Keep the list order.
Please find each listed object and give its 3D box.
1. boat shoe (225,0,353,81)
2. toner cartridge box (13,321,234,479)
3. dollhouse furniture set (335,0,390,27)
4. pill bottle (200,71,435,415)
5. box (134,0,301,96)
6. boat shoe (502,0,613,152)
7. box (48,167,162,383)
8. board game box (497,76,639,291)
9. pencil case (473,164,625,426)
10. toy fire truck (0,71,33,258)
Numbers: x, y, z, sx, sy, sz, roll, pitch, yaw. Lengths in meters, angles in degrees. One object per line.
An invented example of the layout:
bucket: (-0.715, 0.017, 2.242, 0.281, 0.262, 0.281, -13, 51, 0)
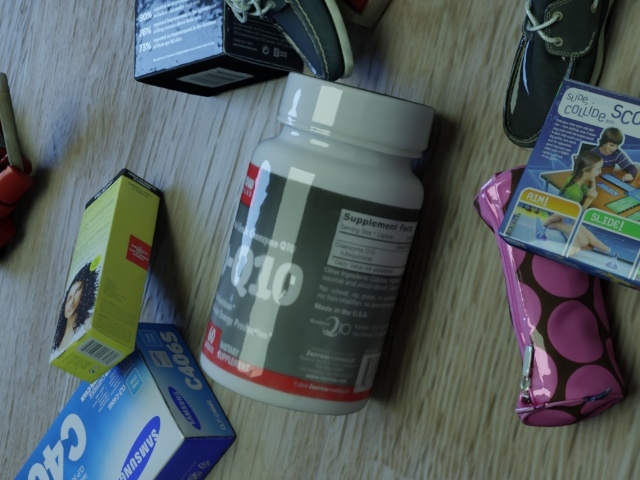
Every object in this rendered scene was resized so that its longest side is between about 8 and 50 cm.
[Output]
boat shoe: (-0.056, -0.253, 1.257, 0.254, 0.079, 0.095, 61, 159, -1)
toner cartridge box: (-0.242, 0.266, 1.478, 0.348, 0.075, 0.165, -53, 53, 26)
dollhouse furniture set: (0.049, -0.287, 1.218, 0.183, 0.129, 0.129, -56, 51, 23)
pill bottle: (0.000, 0.000, 1.207, 0.161, 0.161, 0.283, 22, 100, 44)
box: (-0.107, -0.268, 1.387, 0.153, 0.108, 0.207, -6, 80, 45)
boat shoe: (0.193, -0.187, 1.099, 0.084, 0.079, 0.233, 29, 107, 42)
box: (-0.229, 0.035, 1.440, 0.087, 0.058, 0.232, -38, 32, 34)
board game box: (0.249, -0.030, 0.987, 0.201, 0.035, 0.136, 21, 83, 28)
pencil case: (0.178, 0.041, 1.067, 0.095, 0.098, 0.209, -42, 53, 55)
toy fire truck: (-0.433, -0.122, 1.684, 0.246, 0.158, 0.217, -41, 57, 20)
